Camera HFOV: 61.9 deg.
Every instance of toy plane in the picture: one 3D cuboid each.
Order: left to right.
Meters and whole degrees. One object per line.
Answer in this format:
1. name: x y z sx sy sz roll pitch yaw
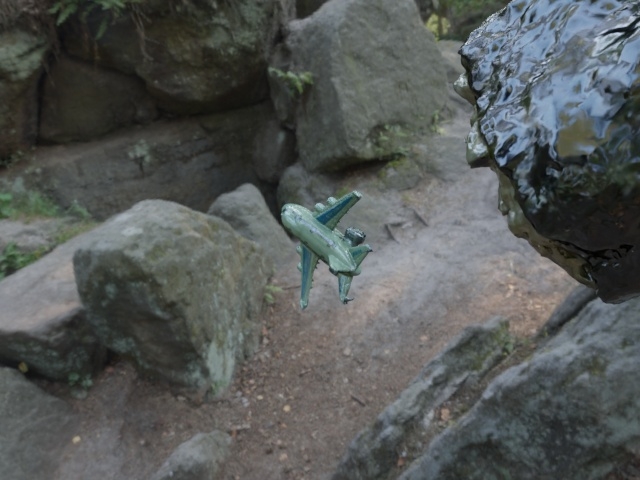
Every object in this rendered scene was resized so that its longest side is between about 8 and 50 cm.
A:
1. toy plane: 0.002 0.000 0.328 0.033 0.080 0.083 5 29 -39

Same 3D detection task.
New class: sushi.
1. sushi: 0.238 -0.114 0.471 0.171 0.211 0.349 -32 36 36
